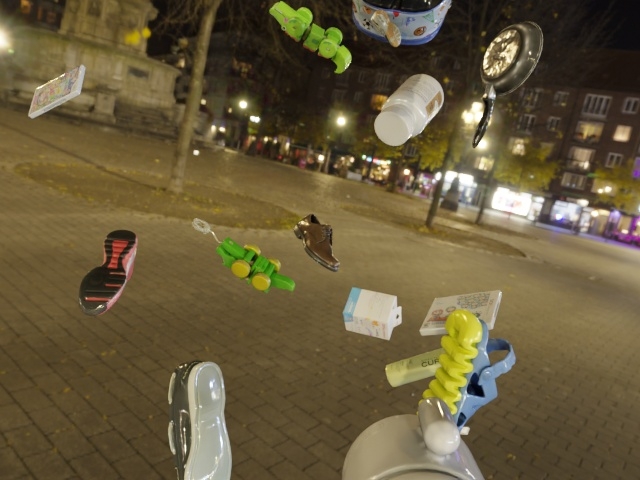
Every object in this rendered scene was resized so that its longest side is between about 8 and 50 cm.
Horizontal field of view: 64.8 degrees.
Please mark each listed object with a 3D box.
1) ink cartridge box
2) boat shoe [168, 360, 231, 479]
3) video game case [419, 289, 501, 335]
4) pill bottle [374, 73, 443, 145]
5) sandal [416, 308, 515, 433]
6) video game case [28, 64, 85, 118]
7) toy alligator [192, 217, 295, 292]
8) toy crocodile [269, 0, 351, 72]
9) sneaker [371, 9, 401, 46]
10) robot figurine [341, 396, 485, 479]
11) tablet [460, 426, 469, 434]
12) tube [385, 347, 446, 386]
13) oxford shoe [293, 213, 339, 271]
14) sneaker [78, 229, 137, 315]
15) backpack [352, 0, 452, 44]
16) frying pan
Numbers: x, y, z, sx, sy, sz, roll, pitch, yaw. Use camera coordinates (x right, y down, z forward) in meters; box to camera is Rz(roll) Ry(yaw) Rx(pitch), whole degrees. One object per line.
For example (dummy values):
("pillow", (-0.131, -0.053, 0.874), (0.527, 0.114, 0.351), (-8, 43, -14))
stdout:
("ink cartridge box", (0.146, 0.201, 1.372), (0.143, 0.092, 0.089), (10, 51, 20))
("boat shoe", (-0.246, 0.394, 1.003), (0.091, 0.302, 0.114), (-9, -15, 35))
("video game case", (0.313, 0.160, 1.121), (0.157, 0.019, 0.143), (-13, 18, 32))
("pill bottle", (0.247, -0.364, 1.417), (0.131, 0.131, 0.229), (17, 46, 26))
("sandal", (0.290, 0.299, 0.998), (0.138, 0.317, 0.126), (14, 15, -12))
("video game case", (-0.529, -0.299, 1.012), (0.122, 0.087, 0.011), (-20, -37, 14))
("toy alligator", (-0.128, 0.034, 0.800), (0.190, 0.051, 0.056), (33, 36, -5))
("toy crocodile", (-0.032, -0.738, 1.820), (0.341, 0.105, 0.115), (29, 48, -14))
("sneaker", (0.139, -0.446, 1.066), (0.083, 0.032, 0.037), (55, -17, -13))
("robot figurine", (0.124, 0.358, 0.645), (0.200, 0.299, 0.353), (8, 2, 3))
("tablet", (0.310, 0.431, 1.148), (0.054, 0.006, 0.083), (-3, -11, 19))
("tube", (0.289, 0.318, 1.310), (0.240, 0.070, 0.062), (-23, -28, 21))
("oxford shoe", (0.000, 0.000, 1.476), (0.083, 0.096, 0.227), (25, 23, -48))
("sneaker", (-0.616, 0.115, 1.512), (0.116, 0.136, 0.313), (8, 45, -2))
("backpack", (0.187, -0.583, 1.167), (0.277, 0.263, 0.213), (11, -26, 12))
("frying pan", (0.462, -0.435, 1.357), (0.053, 0.326, 0.197), (14, 39, -26))
